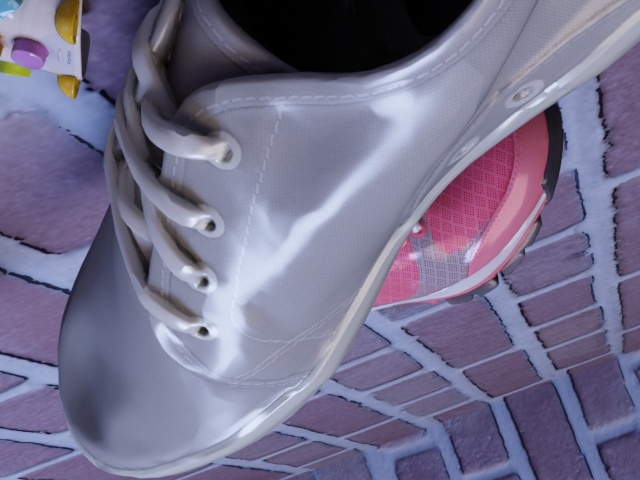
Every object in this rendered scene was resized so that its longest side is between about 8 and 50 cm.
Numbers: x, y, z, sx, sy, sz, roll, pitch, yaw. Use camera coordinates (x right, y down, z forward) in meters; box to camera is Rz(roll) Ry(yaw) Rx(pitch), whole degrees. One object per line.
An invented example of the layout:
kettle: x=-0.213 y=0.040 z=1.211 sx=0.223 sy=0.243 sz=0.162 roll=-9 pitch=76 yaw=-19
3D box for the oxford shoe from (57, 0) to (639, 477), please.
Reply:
oxford shoe: x=-0.029 y=-0.038 z=0.436 sx=0.130 sy=0.169 sz=0.449 roll=-7 pitch=151 yaw=-41

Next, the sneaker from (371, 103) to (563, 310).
sneaker: x=0.000 y=0.001 z=0.650 sx=0.314 sy=0.116 sz=0.136 roll=-32 pitch=157 yaw=34

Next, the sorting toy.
sorting toy: x=-0.126 y=-0.086 z=0.408 sx=0.075 sy=0.044 sz=0.083 roll=5 pitch=157 yaw=-9
